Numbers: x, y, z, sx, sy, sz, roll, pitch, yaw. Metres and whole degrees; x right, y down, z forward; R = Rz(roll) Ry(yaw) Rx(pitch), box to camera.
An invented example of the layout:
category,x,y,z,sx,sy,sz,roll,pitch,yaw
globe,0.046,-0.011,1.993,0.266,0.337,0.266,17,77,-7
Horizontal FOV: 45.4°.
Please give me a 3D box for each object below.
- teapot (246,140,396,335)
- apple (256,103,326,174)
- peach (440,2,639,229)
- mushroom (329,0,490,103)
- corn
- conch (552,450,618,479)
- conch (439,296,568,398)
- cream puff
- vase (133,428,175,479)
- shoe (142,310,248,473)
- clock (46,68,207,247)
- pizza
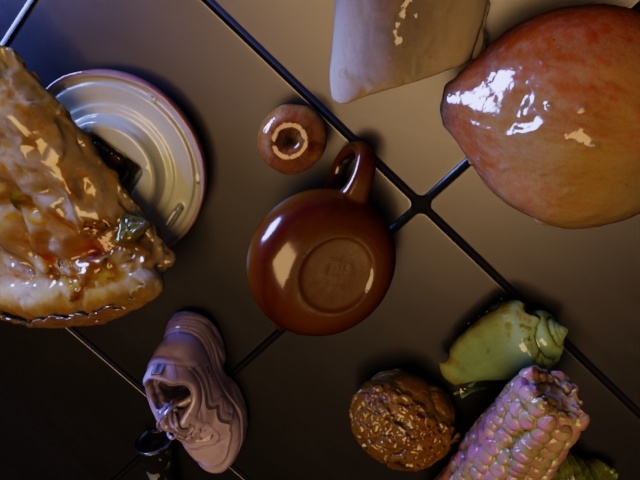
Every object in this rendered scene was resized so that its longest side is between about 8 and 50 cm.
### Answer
category,x,y,z,sx,sy,sz,roll,pitch,yaw
teapot,0.000,0.000,0.900,0.178,0.135,0.252,15,100,-31
apple,-0.033,-0.117,0.878,0.084,0.071,0.084,2,111,4
peach,0.229,-0.119,0.742,0.233,0.232,0.232,5,115,11
mushroom,0.093,-0.317,0.727,0.154,0.137,0.407,16,123,20
corn,0.218,0.278,0.940,0.127,0.126,0.335,20,127,4
conch,0.322,0.308,0.998,0.121,0.074,0.089,1,149,-5
conch,0.215,0.127,0.930,0.170,0.079,0.105,-27,92,26
cream puff,0.104,0.236,0.984,0.144,0.103,0.126,39,118,-3
vase,-0.234,0.367,1.147,0.059,0.059,0.167,-1,114,14
shoe,-0.172,0.228,1.027,0.095,0.137,0.245,-3,113,19
clock,-0.257,-0.090,0.949,0.245,0.056,0.244,5,114,12
pizza,-0.363,-0.018,0.944,0.392,0.080,0.435,33,127,6
